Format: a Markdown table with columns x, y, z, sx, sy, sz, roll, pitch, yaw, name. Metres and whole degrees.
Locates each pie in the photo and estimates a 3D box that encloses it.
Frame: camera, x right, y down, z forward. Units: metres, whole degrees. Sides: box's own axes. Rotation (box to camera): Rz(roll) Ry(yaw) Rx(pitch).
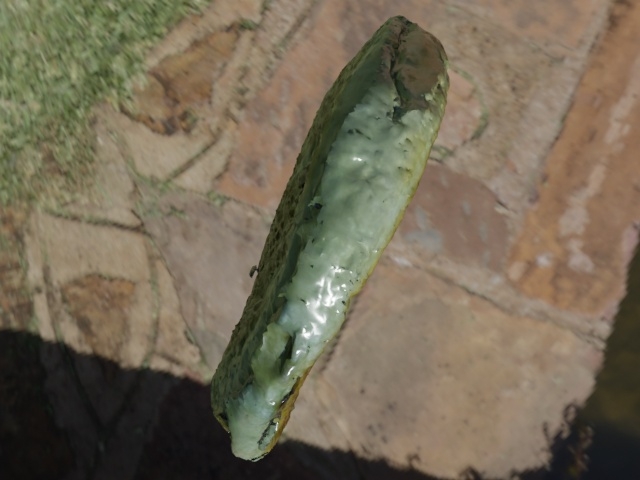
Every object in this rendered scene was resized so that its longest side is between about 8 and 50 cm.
| x | y | z | sx | sy | sz | roll | pitch | yaw | name |
| --- | --- | --- | --- | --- | --- | --- | --- | --- | --- |
| 0.003 | -0.005 | 0.844 | 0.067 | 0.302 | 0.302 | 23 | 102 | -4 | pie |
